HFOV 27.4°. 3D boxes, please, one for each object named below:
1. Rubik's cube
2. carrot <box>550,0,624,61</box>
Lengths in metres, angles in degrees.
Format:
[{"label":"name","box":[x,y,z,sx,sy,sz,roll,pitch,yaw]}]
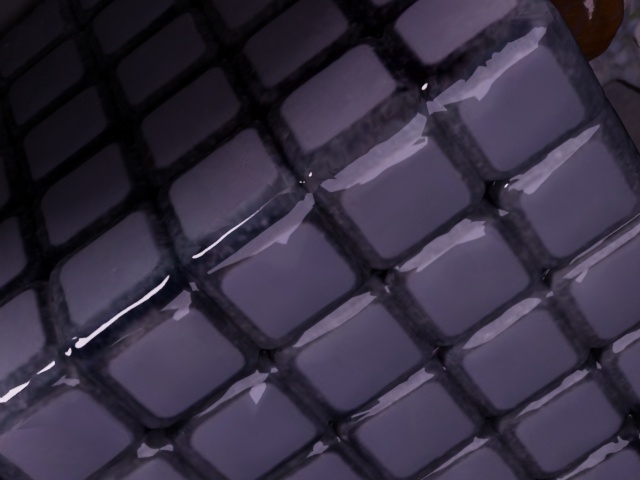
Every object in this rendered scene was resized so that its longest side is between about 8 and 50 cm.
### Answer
[{"label":"Rubik's cube","box":[0.000,0.000,0.541,0.238,0.237,0.237,-35,127,7]},{"label":"carrot","box":[0.098,-0.177,0.609,0.048,0.048,0.216,-30,123,-5]}]
